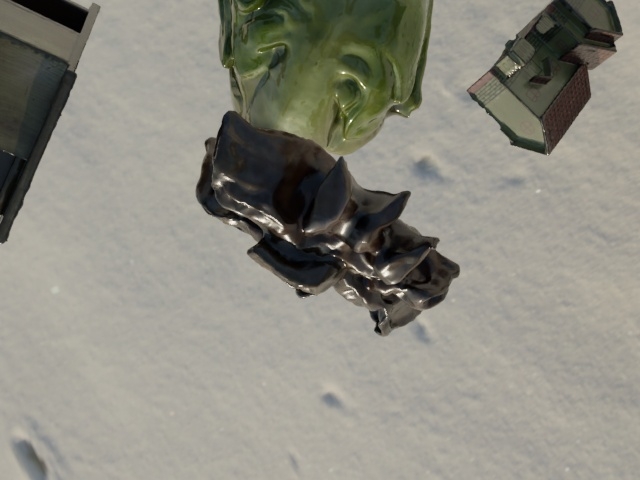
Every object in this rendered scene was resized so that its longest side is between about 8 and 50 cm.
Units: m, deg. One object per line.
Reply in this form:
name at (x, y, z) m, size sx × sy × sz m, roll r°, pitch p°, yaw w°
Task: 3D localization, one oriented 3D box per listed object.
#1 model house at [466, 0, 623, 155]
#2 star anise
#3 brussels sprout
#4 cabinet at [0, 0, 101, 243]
model house at (0.131, -0.095, 0.577) m, size 0.058 × 0.083 × 0.057 m, roll 44°, pitch 145°, yaw -3°
star anise at (-0.006, -0.004, 0.784) m, size 0.220 × 0.099 × 0.214 m, roll 28°, pitch 160°, yaw 2°
brussels sprout at (0.002, -0.265, 1.157) m, size 0.247 × 0.328 × 0.328 m, roll 10°, pitch 122°, yaw -4°
cabinet at (-0.275, -0.132, 0.772) m, size 0.174 × 0.215 × 0.148 m, roll 23°, pitch 111°, yaw -17°
